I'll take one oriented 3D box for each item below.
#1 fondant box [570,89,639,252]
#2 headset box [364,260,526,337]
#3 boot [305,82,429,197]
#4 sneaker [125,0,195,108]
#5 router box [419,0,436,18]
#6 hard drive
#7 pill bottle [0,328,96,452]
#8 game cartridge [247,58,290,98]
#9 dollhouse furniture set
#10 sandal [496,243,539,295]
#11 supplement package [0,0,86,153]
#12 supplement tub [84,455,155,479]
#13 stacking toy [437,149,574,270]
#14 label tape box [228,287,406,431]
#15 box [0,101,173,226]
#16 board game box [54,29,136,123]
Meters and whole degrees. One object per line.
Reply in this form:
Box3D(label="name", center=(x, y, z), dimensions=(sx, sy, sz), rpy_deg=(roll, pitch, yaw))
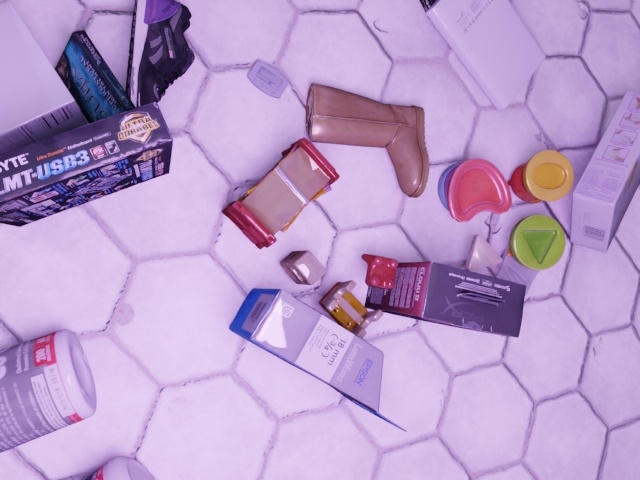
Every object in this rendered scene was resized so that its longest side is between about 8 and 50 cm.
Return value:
Box3D(label="fondant box", center=(0.743, -0.168, 1.219), dimensions=(0.330, 0.096, 0.238), rpy_deg=(-58, 145, -14))
Box3D(label="headset box", center=(0.253, 0.118, 1.003), dimensions=(0.218, 0.293, 0.110), rpy_deg=(14, 82, -16))
Box3D(label="boot", center=(0.101, -0.219, 1.088), dimensions=(0.270, 0.089, 0.235), rpy_deg=(4, 73, -19))
Box3D(label="sneaker", center=(-0.310, -0.346, 0.953), dimensions=(0.124, 0.107, 0.282), rpy_deg=(6, 85, -24))
Box3D(label="router box", center=(0.300, -0.616, 1.200), dimensions=(0.123, 0.038, 0.092), rpy_deg=(-32, 97, -18))
Box3D(label="hard drive", center=(0.418, -0.509, 1.206), dimensions=(0.307, 0.040, 0.203), rpy_deg=(45, 76, -20))
Box3D(label="pill bottle", center=(-0.542, 0.270, 0.803), dimensions=(0.284, 0.161, 0.161), rpy_deg=(-19, 92, -19))
Box3D(label="game cartridge", center=(-0.115, -0.350, 1.060), dimensions=(0.083, 0.017, 0.055), rpy_deg=(33, 74, -13))
Box3D(label="dollhouse furniture set", center=(0.000, 0.000, 1.003), dimensions=(0.201, 0.152, 0.374), rpy_deg=(-45, 101, -15))
Box3D(label="sandal", center=(0.480, 0.066, 1.193), dimensions=(0.102, 0.076, 0.265), rpy_deg=(38, 63, 10))
Box3D(label="supplement package", center=(-0.560, -0.256, 0.838), dimensions=(0.203, 0.149, 0.194), rpy_deg=(-33, 97, -17))
Box3D(label="supplement tub", center=(-0.400, 0.526, 0.817), dimensions=(0.272, 0.191, 0.191), rpy_deg=(-37, 98, -17))
Box3D(label="stacking toy", center=(0.437, -0.067, 1.177), dimensions=(0.310, 0.130, 0.279), rpy_deg=(-3, 91, -7))
Box3D(label="label tape box", center=(0.005, 0.219, 0.944), dimensions=(0.334, 0.241, 0.105), rpy_deg=(34, 75, -14))
Box3D(label="box", center=(-0.398, -0.113, 0.805), dimensions=(0.294, 0.295, 0.073), rpy_deg=(-26, 97, -17))
Box3D(label="board game box", center=(-0.414, -0.270, 0.902), dimensions=(0.186, 0.126, 0.026), rpy_deg=(57, 44, -6))
